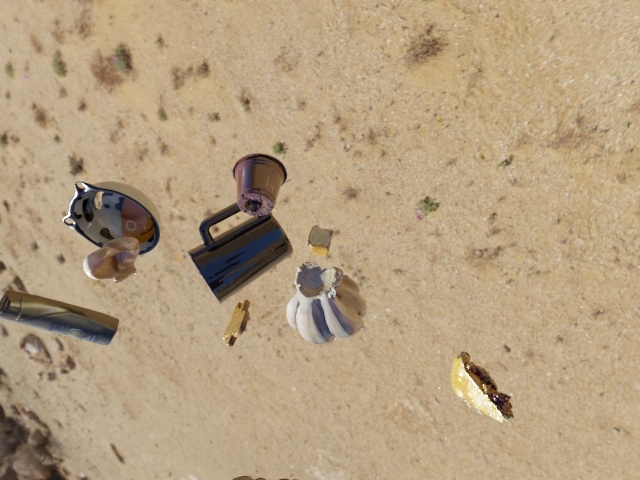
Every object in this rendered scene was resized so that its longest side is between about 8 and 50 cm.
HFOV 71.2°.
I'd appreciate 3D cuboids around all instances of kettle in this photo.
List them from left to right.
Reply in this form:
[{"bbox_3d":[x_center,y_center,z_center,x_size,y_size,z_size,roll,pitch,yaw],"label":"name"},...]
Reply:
[{"bbox_3d":[-0.281,0.023,1.526,0.262,0.308,0.203,58,167,-2],"label":"kettle"}]

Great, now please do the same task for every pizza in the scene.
[{"bbox_3d":[0.411,0.371,1.122,0.194,0.069,0.154,41,145,46],"label":"pizza"}]

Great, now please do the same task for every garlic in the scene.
[{"bbox_3d":[-0.619,0.053,1.341,0.124,0.174,0.099,37,131,17],"label":"garlic"},{"bbox_3d":[0.020,0.127,0.780,0.131,0.127,0.194,-1,153,22],"label":"garlic"}]

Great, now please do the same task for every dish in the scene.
[{"bbox_3d":[-0.628,-0.087,1.404,0.303,0.120,0.303,3,132,4],"label":"dish"}]

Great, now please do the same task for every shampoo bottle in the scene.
[{"bbox_3d":[-0.860,0.256,1.477,0.350,0.084,0.125,26,120,-29],"label":"shampoo bottle"}]

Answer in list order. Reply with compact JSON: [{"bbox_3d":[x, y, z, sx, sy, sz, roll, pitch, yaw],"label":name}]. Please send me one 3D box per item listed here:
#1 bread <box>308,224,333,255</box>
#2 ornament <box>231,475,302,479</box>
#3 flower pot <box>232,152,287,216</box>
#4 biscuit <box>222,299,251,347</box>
[{"bbox_3d":[-0.002,0.000,1.468,0.077,0.083,0.070,13,153,0],"label":"bread"},{"bbox_3d":[-0.083,0.478,0.742,0.251,0.106,0.260,14,137,-15],"label":"ornament"},{"bbox_3d":[-0.120,-0.099,0.865,0.111,0.089,0.111,-1,145,0],"label":"flower pot"},{"bbox_3d":[-0.229,0.234,1.254,0.031,0.138,0.205,25,162,-13],"label":"biscuit"}]
